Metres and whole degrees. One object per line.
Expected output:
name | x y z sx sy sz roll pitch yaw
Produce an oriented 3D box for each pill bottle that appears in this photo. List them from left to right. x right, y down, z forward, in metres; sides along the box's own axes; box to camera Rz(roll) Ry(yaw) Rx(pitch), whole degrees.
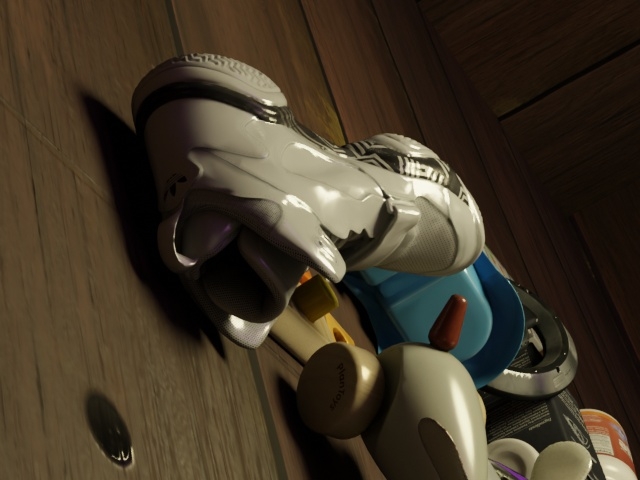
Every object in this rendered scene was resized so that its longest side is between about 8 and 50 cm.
pill bottle | 0.242 0.303 1.808 0.169 0.094 0.094 47 20 -48
pill bottle | 0.386 0.338 2.210 0.121 0.121 0.216 57 14 -17

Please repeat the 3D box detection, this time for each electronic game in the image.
electronic game | 0.219 0.116 1.975 0.229 0.048 0.229 16 35 -12

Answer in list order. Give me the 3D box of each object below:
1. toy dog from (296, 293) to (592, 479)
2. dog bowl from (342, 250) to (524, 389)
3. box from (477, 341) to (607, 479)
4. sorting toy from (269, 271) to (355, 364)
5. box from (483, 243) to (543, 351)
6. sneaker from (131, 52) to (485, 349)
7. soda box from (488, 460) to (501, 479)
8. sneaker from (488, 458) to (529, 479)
toy dog | 0.130 0.168 1.291 0.333 0.161 0.220 40 19 31
dog bowl | 0.103 0.029 1.711 0.297 0.166 0.074 57 9 -17
box | 0.281 0.262 2.001 0.153 0.108 0.207 51 17 -37
sorting toy | -0.036 0.016 1.468 0.348 0.047 0.196 46 20 -49
box | 0.296 0.089 2.563 0.186 0.038 0.145 46 20 -44
sneaker | 0.000 0.000 1.321 0.366 0.137 0.210 25 42 -32
soda box | 0.130 0.302 1.399 0.098 0.091 0.286 60 14 -8
sneaker | 0.241 0.319 1.639 0.293 0.102 0.146 41 5 -1
